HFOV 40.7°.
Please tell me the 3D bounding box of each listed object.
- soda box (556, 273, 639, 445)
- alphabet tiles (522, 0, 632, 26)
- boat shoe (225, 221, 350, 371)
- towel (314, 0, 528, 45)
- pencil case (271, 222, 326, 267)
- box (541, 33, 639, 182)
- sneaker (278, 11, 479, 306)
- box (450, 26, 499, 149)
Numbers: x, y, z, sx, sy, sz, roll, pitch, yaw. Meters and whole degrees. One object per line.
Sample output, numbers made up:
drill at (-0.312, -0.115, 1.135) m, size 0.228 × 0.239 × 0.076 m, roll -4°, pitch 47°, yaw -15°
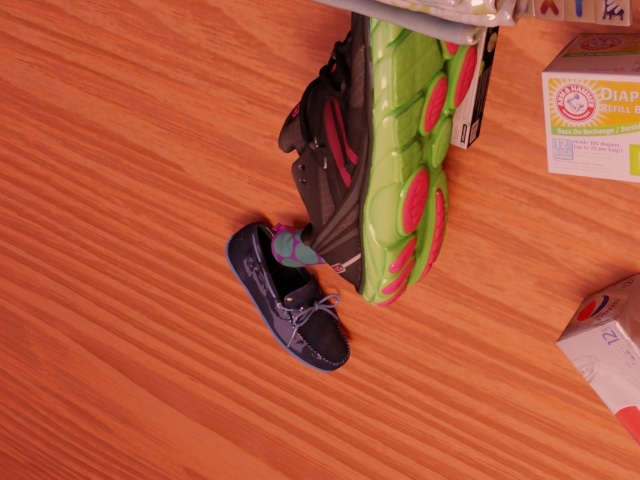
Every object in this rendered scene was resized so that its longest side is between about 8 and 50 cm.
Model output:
soda box at (0.406, 0.185, 0.995) m, size 0.286 × 0.098 × 0.091 m, roll 50°, pitch 139°, yaw -5°
alphabet tiles at (0.235, -0.286, 0.747) m, size 0.237 × 0.009 × 0.198 m, roll 29°, pitch 135°, yaw 56°
boat shoe at (-0.045, 0.087, 1.290) m, size 0.258 × 0.109 × 0.089 m, roll 47°, pitch 136°, yaw -3°
towel at (0.057, -0.355, 0.725) m, size 0.374 × 0.090 × 0.320 m, roll 27°, pitch 92°, yaw 32°
pencil case at (0.000, 0.000, 1.213) m, size 0.152 × 0.064 × 0.070 m, roll -10°, pitch 116°, yaw 44°
box at (0.324, -0.124, 0.815) m, size 0.203 × 0.103 × 0.114 m, roll 10°, pitch 127°, yaw 35°
sneaker at (0.042, -0.136, 0.929) m, size 0.202 × 0.185 × 0.482 m, roll 27°, pitch 132°, yaw 25°
box at (0.134, -0.212, 0.956) m, size 0.114 × 0.036 × 0.207 m, roll 25°, pitch 134°, yaw 24°
